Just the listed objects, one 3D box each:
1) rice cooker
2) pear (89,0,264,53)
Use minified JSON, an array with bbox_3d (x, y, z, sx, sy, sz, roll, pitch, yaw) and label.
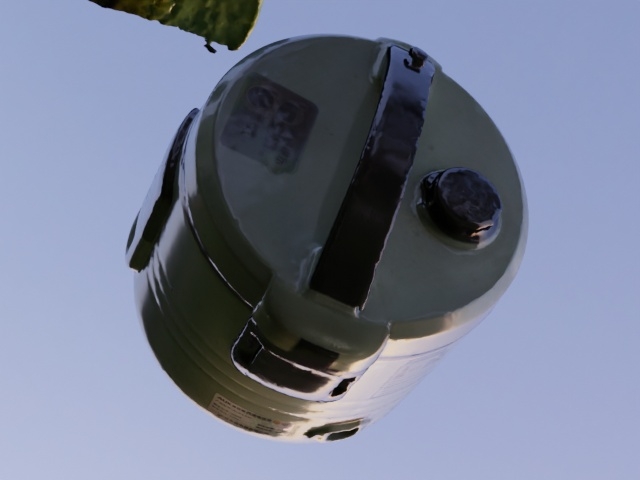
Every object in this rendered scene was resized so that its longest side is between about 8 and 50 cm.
[{"bbox_3d":[0.000,0.000,0.913,0.226,0.226,0.244,46,-35,4],"label":"rice cooker"},{"bbox_3d":[-0.158,-0.318,1.210,0.288,0.139,0.239,18,-52,0],"label":"pear"}]
